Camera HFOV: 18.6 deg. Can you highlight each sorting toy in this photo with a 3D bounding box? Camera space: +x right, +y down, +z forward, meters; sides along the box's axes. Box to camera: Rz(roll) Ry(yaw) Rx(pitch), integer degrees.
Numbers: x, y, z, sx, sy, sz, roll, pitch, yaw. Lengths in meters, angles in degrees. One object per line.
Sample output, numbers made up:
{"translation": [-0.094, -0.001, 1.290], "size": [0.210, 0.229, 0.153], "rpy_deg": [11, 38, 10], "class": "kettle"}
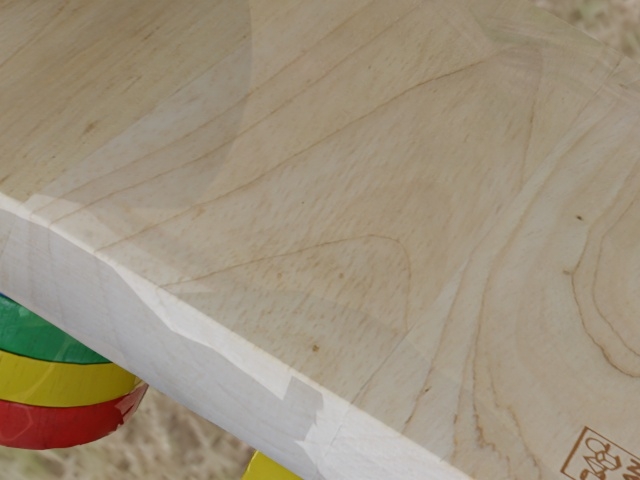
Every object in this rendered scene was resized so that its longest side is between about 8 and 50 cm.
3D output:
{"translation": [0.000, 0.000, 0.553], "size": [0.255, 0.257, 0.089], "rpy_deg": [31, 121, 8], "class": "sorting toy"}
